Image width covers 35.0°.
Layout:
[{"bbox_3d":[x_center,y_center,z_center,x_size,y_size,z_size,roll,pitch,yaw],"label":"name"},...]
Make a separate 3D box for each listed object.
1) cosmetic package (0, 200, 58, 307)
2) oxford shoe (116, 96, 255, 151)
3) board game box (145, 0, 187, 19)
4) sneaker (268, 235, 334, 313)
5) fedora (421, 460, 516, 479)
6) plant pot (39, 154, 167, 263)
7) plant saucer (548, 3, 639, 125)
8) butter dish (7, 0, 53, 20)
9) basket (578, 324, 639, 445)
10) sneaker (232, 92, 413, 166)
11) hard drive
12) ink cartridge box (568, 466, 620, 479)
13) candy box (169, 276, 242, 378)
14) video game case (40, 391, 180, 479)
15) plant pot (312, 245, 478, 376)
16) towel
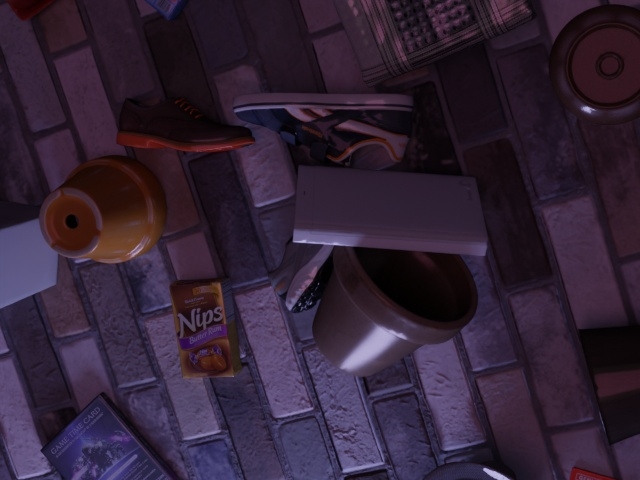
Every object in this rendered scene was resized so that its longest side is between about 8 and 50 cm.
[{"bbox_3d":[-0.683,0.037,1.830,0.230,0.453,0.161,9,103,14],"label":"cosmetic package"},{"bbox_3d":[-0.248,-0.213,1.853,0.271,0.097,0.098,5,96,15],"label":"oxford shoe"},{"bbox_3d":[-0.271,-0.531,1.827,0.160,0.039,0.211,40,108,5],"label":"board game box"},{"bbox_3d":[0.000,0.000,1.822,0.108,0.100,0.271,43,105,23],"label":"sneaker"},{"bbox_3d":[0.285,0.490,1.816,0.243,0.124,0.275,21,114,13],"label":"fedora"},{"bbox_3d":[-0.416,-0.048,1.879,0.205,0.188,0.205,3,101,15],"label":"plant pot"},{"bbox_3d":[0.474,-0.287,1.666,0.198,0.036,0.198,3,101,16],"label":"plant saucer"},{"bbox_3d":[-0.557,-0.508,1.870,0.160,0.118,0.160,-31,91,19],"label":"butter dish"},{"bbox_3d":[0.565,0.219,1.679,0.227,0.154,0.204,-14,97,14],"label":"basket"},{"bbox_3d":[-0.001,-0.195,1.769,0.321,0.126,0.127,3,95,13],"label":"sneaker"},{"bbox_3d":[0.112,-0.054,1.685,0.307,0.203,0.040,4,124,-1],"label":"hard drive"},{"bbox_3d":[0.547,0.555,1.791,0.275,0.060,0.239,14,105,13],"label":"ink cartridge box"},{"bbox_3d":[-0.219,0.167,1.936,0.109,0.053,0.187,-5,97,17],"label":"candy box"},{"bbox_3d":[-0.418,0.470,2.063,0.196,0.026,0.274,-43,86,18],"label":"video game case"},{"bbox_3d":[0.101,0.113,1.751,0.263,0.263,0.229,41,125,5],"label":"plant pot"},{"bbox_3d":[0.152,-0.448,1.622,0.312,0.056,0.324,-18,92,28],"label":"towel"}]
